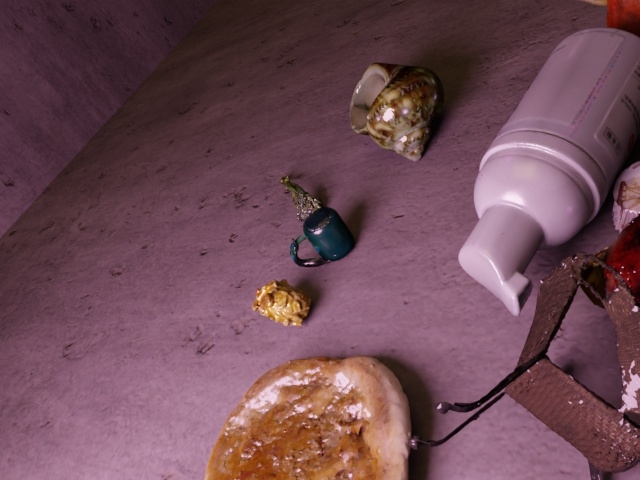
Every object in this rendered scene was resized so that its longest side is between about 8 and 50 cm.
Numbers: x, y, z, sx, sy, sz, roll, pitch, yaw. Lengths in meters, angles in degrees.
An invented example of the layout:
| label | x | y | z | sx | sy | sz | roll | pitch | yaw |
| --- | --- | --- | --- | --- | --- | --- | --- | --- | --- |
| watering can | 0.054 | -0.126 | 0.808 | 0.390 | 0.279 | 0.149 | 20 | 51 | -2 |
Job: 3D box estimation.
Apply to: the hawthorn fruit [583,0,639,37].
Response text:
| label | x | y | z | sx | sy | sz | roll | pitch | yaw |
| --- | --- | --- | --- | --- | --- | --- | --- | --- | --- |
| hawthorn fruit | 0.429 | -0.341 | 0.786 | 0.285 | 0.165 | 0.165 | 15 | 59 | 40 |

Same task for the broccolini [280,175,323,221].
| label | x | y | z | sx | sy | sz | roll | pitch | yaw |
| --- | --- | --- | --- | --- | --- | --- | --- | --- | --- |
| broccolini | -0.047 | -0.095 | 1.015 | 0.054 | 0.052 | 0.194 | -32 | 34 | -1 |

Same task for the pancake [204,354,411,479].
| label | x | y | z | sx | sy | sz | roll | pitch | yaw |
| --- | --- | --- | --- | --- | --- | --- | --- | --- | --- |
| pancake | -0.019 | 0.238 | 0.603 | 0.282 | 0.049 | 0.283 | -26 | 33 | 19 |

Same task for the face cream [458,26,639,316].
| label | x | y | z | sx | sy | sz | roll | pitch | yaw |
| --- | --- | --- | --- | --- | --- | --- | --- | --- | --- |
| face cream | 0.262 | -0.081 | 0.645 | 0.145 | 0.145 | 0.370 | 11 | 55 | 47 |

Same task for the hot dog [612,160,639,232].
| label | x | y | z | sx | sy | sz | roll | pitch | yaw |
| --- | --- | --- | --- | --- | --- | --- | --- | --- | --- |
| hot dog | 0.403 | -0.047 | 0.562 | 0.191 | 0.059 | 0.108 | 4 | 64 | 39 |

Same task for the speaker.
| label | x | y | z | sx | sy | sz | roll | pitch | yaw |
| --- | --- | --- | --- | --- | --- | --- | --- | --- | --- |
| speaker | 0.001 | 0.003 | 0.835 | 0.094 | 0.075 | 0.060 | -49 | 36 | -17 |

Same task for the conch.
| label | x | y | z | sx | sy | sz | roll | pitch | yaw |
| --- | --- | --- | --- | --- | --- | --- | --- | --- | --- |
| conch | 0.131 | -0.222 | 0.957 | 0.187 | 0.124 | 0.182 | -32 | 36 | 50 |

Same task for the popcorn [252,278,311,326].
| label | x | y | z | sx | sy | sz | roll | pitch | yaw |
| --- | --- | --- | --- | --- | --- | --- | --- | --- | --- |
| popcorn | -0.054 | 0.088 | 0.782 | 0.082 | 0.083 | 0.057 | 26 | 94 | 29 |

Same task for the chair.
| label | x | y | z | sx | sy | sz | roll | pitch | yaw |
| --- | --- | --- | --- | --- | --- | --- | --- | --- | --- |
| chair | 0.192 | 0.124 | 0.445 | 0.149 | 0.174 | 0.213 | 35 | 63 | 19 |

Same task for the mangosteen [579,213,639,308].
| label | x | y | z | sx | sy | sz | roll | pitch | yaw |
| --- | --- | --- | --- | --- | --- | --- | --- | --- | --- |
| mangosteen | 0.315 | 0.040 | 0.460 | 0.166 | 0.166 | 0.180 | -34 | 3 | 3 |
